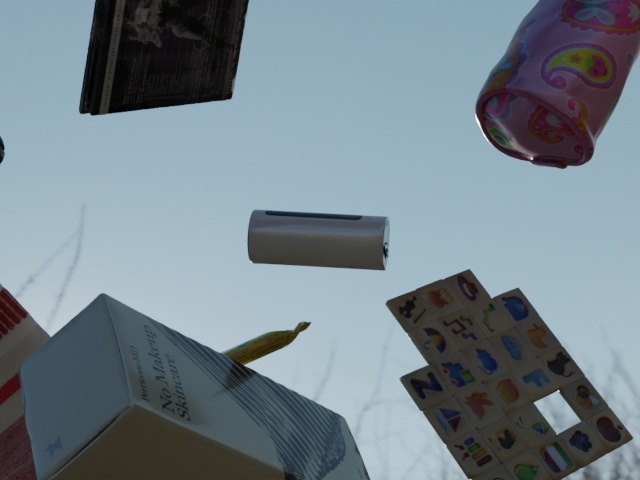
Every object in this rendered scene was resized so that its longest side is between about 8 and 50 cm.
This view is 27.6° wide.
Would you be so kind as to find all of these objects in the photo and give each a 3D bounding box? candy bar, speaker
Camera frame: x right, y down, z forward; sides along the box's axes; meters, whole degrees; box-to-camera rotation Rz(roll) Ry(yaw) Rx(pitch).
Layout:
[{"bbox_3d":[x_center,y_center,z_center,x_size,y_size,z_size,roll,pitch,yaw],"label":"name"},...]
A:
[{"bbox_3d":[-0.082,0.098,1.014,0.161,0.018,0.040,-23,-4,8],"label":"candy bar"},{"bbox_3d":[0.000,0.000,1.280,0.136,0.055,0.055,3,-25,10],"label":"speaker"}]

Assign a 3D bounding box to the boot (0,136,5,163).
[{"bbox_3d":[-0.470,-0.048,1.408,0.161,0.083,0.246,-13,25,45],"label":"boot"}]

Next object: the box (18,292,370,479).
[{"bbox_3d":[-0.081,0.151,0.950,0.094,0.113,0.275,-40,-44,17],"label":"box"}]

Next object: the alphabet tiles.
[{"bbox_3d":[0.173,0.136,1.291,0.198,0.237,0.009,-19,-28,-35],"label":"alphabet tiles"}]

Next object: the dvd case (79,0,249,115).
[{"bbox_3d":[-0.126,-0.196,1.134,0.221,0.018,0.164,-20,-55,-61],"label":"dvd case"}]

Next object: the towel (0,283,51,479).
[{"bbox_3d":[-0.386,0.121,1.228,0.237,0.329,0.037,-41,11,4],"label":"towel"}]

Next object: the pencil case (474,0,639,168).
[{"bbox_3d":[0.251,-0.199,1.191,0.284,0.124,0.124,-58,-17,-23],"label":"pencil case"}]
